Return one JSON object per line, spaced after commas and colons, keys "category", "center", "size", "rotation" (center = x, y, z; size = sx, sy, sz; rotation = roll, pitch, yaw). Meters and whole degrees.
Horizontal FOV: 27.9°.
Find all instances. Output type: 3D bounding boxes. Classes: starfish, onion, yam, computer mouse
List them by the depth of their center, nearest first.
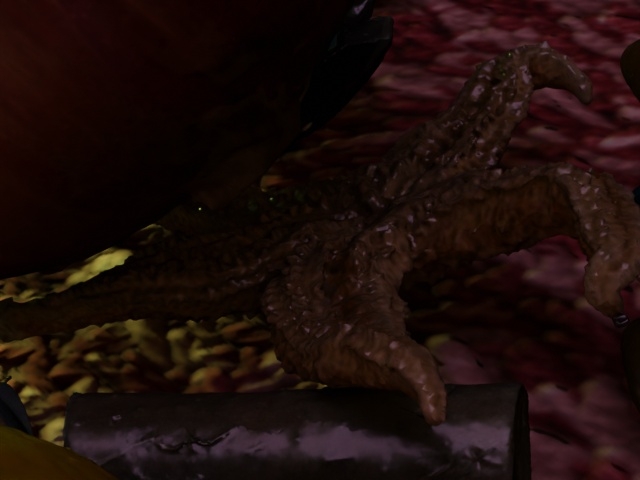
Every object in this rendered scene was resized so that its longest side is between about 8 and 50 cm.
{"category": "yam", "center": [-0.007, 0.087, 0.468], "size": [0.169, 0.068, 0.068], "rotation": [-2, 39, 11]}
{"category": "starfish", "center": [0.001, 0.004, 0.555], "size": [0.302, 0.060, 0.299], "rotation": [-9, 26, 26]}
{"category": "onion", "center": [-0.129, -0.141, 0.568], "size": [0.353, 0.354, 0.354], "rotation": [-7, 38, 6]}
{"category": "computer mouse", "center": [-0.018, -0.084, 0.693], "size": [0.135, 0.047, 0.079], "rotation": [-32, 42, -3]}

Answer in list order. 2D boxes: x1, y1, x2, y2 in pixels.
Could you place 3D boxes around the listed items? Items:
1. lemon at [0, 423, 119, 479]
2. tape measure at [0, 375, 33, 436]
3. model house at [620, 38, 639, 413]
{"category": "lemon", "center": [-0.125, 0.145, 0.305], "size": [0.240, 0.219, 0.240], "rotation": [-8, 42, 7]}
{"category": "tape measure", "center": [-0.192, 0.111, 0.512], "size": [0.179, 0.104, 0.107], "rotation": [-26, 50, 37]}
{"category": "model house", "center": [0.183, -0.032, 0.452], "size": [0.184, 0.253, 0.291], "rotation": [-13, 19, -22]}
